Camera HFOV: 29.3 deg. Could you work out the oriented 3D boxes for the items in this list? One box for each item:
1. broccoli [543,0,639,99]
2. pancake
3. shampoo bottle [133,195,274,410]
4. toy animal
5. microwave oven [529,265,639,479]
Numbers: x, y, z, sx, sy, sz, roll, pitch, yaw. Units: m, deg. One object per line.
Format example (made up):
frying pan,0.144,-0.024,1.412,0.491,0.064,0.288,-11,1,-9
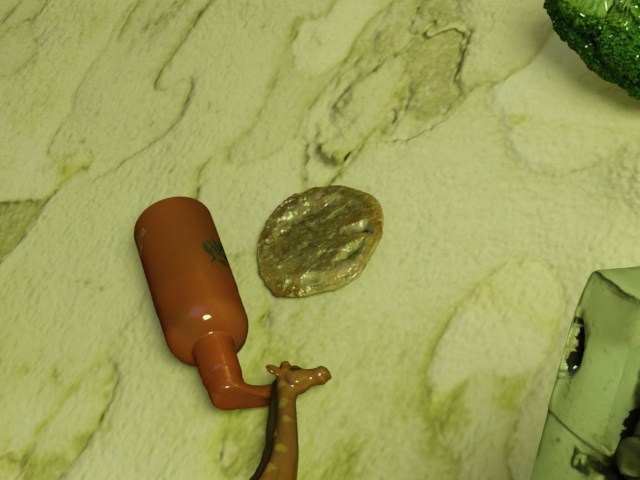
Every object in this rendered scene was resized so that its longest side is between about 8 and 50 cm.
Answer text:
broccoli,0.337,-0.236,1.097,0.269,0.241,0.261,4,24,-8
pancake,0.000,0.000,1.176,0.139,0.022,0.139,-14,44,14
shampoo bottle,-0.111,0.061,1.134,0.085,0.085,0.244,-27,46,0
toy animal,-0.033,0.215,0.960,0.224,0.066,0.230,-37,49,-14
microwave oven,0.236,0.237,0.532,0.247,0.394,0.333,-5,24,-43
